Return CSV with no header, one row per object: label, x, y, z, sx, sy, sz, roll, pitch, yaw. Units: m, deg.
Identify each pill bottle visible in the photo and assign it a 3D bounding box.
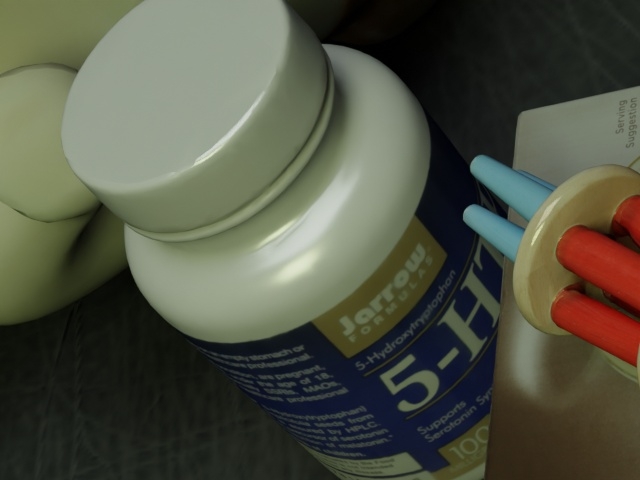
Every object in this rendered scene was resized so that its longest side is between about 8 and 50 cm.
pill bottle,0.000,0.000,0.613,0.112,0.187,0.112,-19,49,23

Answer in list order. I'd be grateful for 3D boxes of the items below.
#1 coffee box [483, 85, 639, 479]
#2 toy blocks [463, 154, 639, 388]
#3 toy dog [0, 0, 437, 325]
coffee box,0.129,0.072,0.529,0.141,0.098,0.247,-11,52,29
toy blocks,0.115,-0.011,0.491,0.123,0.054,0.148,-47,45,-6
toy dog,-0.134,-0.100,0.762,0.408,0.285,0.395,-31,1,12
